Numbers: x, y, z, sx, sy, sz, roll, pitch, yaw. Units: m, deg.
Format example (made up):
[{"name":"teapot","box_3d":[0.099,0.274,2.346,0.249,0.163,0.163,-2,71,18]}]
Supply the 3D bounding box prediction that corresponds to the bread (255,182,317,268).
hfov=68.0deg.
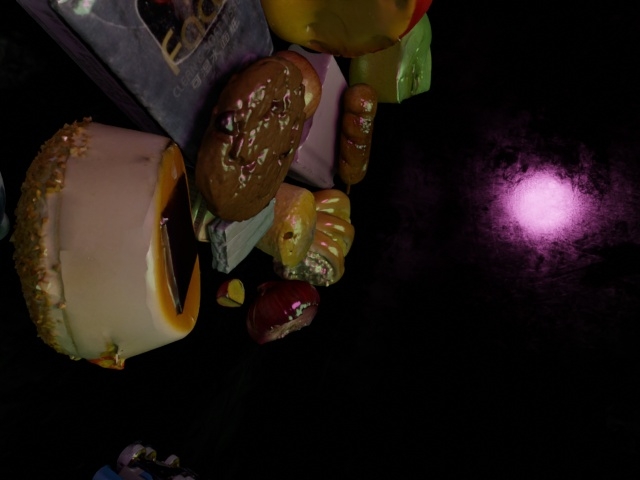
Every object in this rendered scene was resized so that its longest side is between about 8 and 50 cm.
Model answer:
[{"name":"bread","box_3d":[-0.094,-0.042,1.153,0.197,0.170,0.197,21,90,-76]}]

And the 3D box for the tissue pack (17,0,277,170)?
[{"name":"tissue pack","box_3d":[-0.190,-0.279,0.611,0.259,0.122,0.361,-63,166,-13]}]

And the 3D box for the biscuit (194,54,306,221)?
[{"name":"biscuit","box_3d":[-0.097,-0.155,0.772,0.296,0.075,0.296,-62,171,-18]}]

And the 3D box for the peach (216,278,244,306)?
[{"name":"peach","box_3d":[-0.222,0.132,1.149,0.083,0.050,0.077,-59,140,-67]}]

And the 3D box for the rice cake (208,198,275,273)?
[{"name":"rice cake","box_3d":[-0.144,-0.035,0.930,0.211,0.038,0.124,-57,159,-46]}]

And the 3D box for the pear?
[{"name":"pear","box_3d":[0.211,-0.593,1.466,0.342,0.238,0.318,-38,133,-54]}]

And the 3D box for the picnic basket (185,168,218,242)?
[{"name":"picnic basket","box_3d":[-0.212,-0.057,0.891,0.164,0.079,0.115,27,81,-76]}]

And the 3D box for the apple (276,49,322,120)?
[{"name":"apple","box_3d":[-0.071,-0.302,0.965,0.131,0.146,0.146,-41,154,-22]}]

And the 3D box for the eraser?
[{"name":"eraser","box_3d":[-0.019,-0.290,1.214,0.359,0.122,0.272,8,99,-76]}]

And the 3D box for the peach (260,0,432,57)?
[{"name":"peach","box_3d":[0.041,-0.491,0.821,0.306,0.380,0.242,43,66,-46]}]

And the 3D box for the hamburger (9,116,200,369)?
[{"name":"hamburger","box_3d":[-0.248,0.005,0.568,0.276,0.179,0.294,-105,-167,-59]}]

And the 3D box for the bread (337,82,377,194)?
[{"name":"bread","box_3d":[0.097,-0.258,1.273,0.344,0.084,0.124,93,21,-46]}]

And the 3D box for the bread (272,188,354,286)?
[{"name":"bread","box_3d":[0.000,0.000,1.419,0.270,0.211,0.316,-60,174,-30]}]

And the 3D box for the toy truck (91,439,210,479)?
[{"name":"toy truck","box_3d":[-0.363,0.555,1.020,0.175,0.146,0.367,-56,158,-21]}]

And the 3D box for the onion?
[{"name":"onion","box_3d":[-0.112,0.205,1.396,0.248,0.248,0.161,76,-2,-65]}]

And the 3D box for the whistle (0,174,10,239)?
[{"name":"whistle","box_3d":[-0.336,-0.043,0.327,0.290,0.163,0.163,56,56,-73]}]
